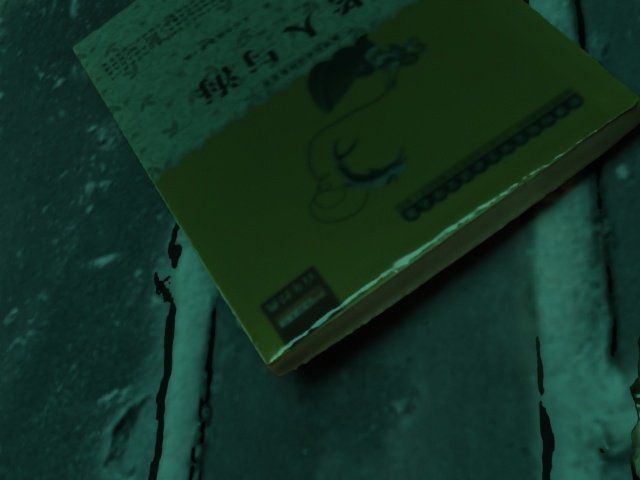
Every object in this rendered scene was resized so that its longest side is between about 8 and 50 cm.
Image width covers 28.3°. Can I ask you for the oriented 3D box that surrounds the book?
[{"bbox_3d":[-0.002,-0.110,0.855,0.269,0.032,0.389,-36,46,-2],"label":"book"}]

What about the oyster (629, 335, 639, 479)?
[{"bbox_3d":[0.243,0.073,0.568,0.204,0.111,0.396,-33,47,31],"label":"oyster"}]
